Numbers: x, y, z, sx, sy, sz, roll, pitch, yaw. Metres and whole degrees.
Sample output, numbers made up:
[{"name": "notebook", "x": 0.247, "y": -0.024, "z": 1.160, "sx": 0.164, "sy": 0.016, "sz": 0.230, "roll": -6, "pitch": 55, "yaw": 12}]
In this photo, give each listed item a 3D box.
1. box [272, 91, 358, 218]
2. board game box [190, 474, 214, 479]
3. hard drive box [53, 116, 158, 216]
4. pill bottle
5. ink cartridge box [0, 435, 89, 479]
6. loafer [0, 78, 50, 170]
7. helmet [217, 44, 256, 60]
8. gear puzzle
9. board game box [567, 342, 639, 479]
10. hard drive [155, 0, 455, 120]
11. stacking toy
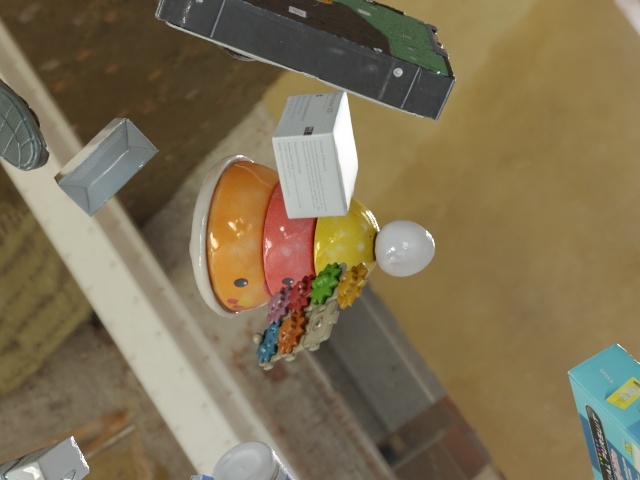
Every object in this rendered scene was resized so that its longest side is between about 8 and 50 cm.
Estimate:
[{"name": "box", "x": -0.006, "y": -0.163, "z": 2.175, "sx": 0.119, "sy": 0.182, "sz": 0.181, "roll": -3, "pitch": 32, "yaw": 12}, {"name": "board game box", "x": -0.171, "y": 0.364, "z": 1.552, "sx": 0.090, "sy": 0.020, "sz": 0.090, "roll": 142, "pitch": 144, "yaw": -71}, {"name": "hard drive box", "x": -0.420, "y": -0.147, "z": 2.219, "sx": 0.181, "sy": 0.089, "sz": 0.232, "roll": -45, "pitch": 16, "yaw": -5}, {"name": "pill bottle", "x": -0.082, "y": 0.413, "z": 1.799, "sx": 0.112, "sy": 0.187, "sz": 0.112, "roll": -20, "pitch": 34, "yaw": 15}, {"name": "ink cartridge box", "x": -0.590, "y": 0.481, "z": 2.282, "sx": 0.208, "sy": 0.087, "sz": 0.153, "roll": -23, "pitch": 4, "yaw": 18}, {"name": "loafer", "x": -0.526, "y": -0.219, "z": 1.926, "sx": 0.084, "sy": 0.267, "sz": 0.096, "roll": -5, "pitch": -44, "yaw": -57}, {"name": "helmet", "x": -0.135, "y": -0.439, "z": 2.275, "sx": 0.169, "sy": 0.161, "sz": 0.169, "roll": -48, "pitch": 21, "yaw": 26}, {"name": "gear puzzle", "x": -0.023, "y": 0.123, "z": 2.089, "sx": 0.339, "sy": 0.044, "sz": 0.176, "roll": -29, "pitch": 39, "yaw": 51}, {"name": "board game box", "x": 0.437, "y": 0.313, "z": 1.341, "sx": 0.079, "sy": 0.336, "sz": 0.254, "roll": -29, "pitch": -52, "yaw": -9}, {"name": "hard drive", "x": -0.016, "y": -0.256, "z": 1.355, "sx": 0.237, "sy": 0.338, "sz": 0.064, "roll": -92, "pitch": 22, "yaw": -63}, {"name": "stacking toy", "x": 0.000, "y": 0.000, "z": 2.382, "sx": 0.479, "sy": 0.351, "sz": 0.350, "roll": 3, "pitch": 3, "yaw": 20}]
